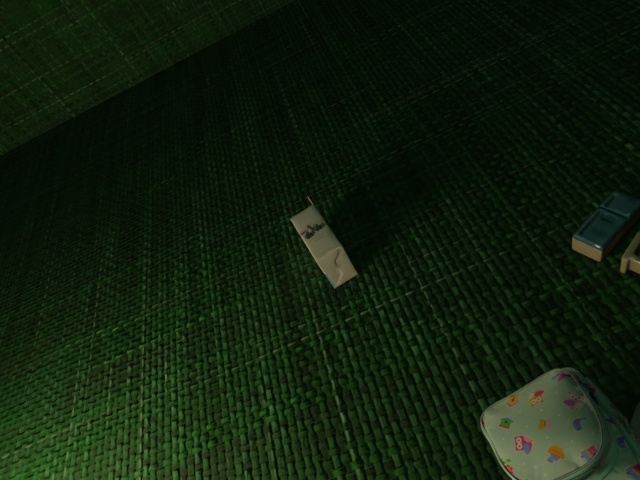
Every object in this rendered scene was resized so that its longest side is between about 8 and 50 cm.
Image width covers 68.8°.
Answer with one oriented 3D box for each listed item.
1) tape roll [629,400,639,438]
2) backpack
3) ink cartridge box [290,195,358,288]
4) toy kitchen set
[{"bbox_3d":[0.440,0.250,0.486,0.073,0.219,0.219,11,51,-11],"label":"tape roll"},{"bbox_3d":[0.300,0.264,0.564,0.166,0.144,0.188,-37,36,15],"label":"backpack"},{"bbox_3d":[0.000,0.000,0.979,0.062,0.104,0.181,-32,46,-1],"label":"ink cartridge box"},{"bbox_3d":[0.514,-0.026,0.702,0.122,0.166,0.207,-44,48,-11],"label":"toy kitchen set"}]
